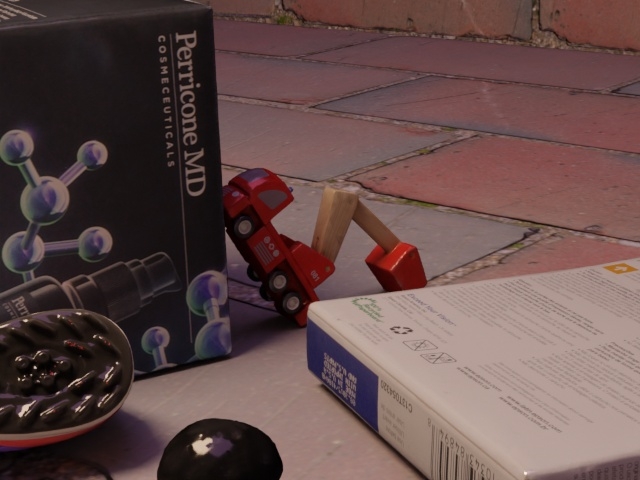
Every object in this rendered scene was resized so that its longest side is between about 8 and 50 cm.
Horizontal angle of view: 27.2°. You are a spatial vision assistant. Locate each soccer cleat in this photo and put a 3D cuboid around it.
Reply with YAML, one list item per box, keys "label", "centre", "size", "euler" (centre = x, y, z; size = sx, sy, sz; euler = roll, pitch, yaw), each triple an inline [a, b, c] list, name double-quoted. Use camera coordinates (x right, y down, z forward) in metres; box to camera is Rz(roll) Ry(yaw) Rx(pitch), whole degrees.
- label: "soccer cleat"
  centre: [-0.289, 0.114, 0.908]
  size: [0.318, 0.108, 0.116]
  euler: [-7, -18, -14]

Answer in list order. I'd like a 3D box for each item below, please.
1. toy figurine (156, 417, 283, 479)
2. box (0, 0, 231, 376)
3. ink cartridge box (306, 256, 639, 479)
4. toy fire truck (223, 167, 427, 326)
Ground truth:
- label: "toy figurine"
  centre: [-0.075, 0.183, 0.560]
  size: [0.213, 0.148, 0.209]
  euler: [-9, 19, -23]
- label: "box"
  centre: [-0.294, -0.033, 1.042]
  size: [0.395, 0.293, 0.212]
  euler: [-12, 20, -27]
- label: "ink cartridge box"
  centre: [0.200, 0.098, 0.935]
  size: [0.330, 0.071, 0.324]
  euler: [-6, 17, -21]
- label: "toy fire truck"
  centre: [0.000, 0.000, 1.159]
  size: [0.135, 0.192, 0.047]
  euler: [-40, 29, -16]
